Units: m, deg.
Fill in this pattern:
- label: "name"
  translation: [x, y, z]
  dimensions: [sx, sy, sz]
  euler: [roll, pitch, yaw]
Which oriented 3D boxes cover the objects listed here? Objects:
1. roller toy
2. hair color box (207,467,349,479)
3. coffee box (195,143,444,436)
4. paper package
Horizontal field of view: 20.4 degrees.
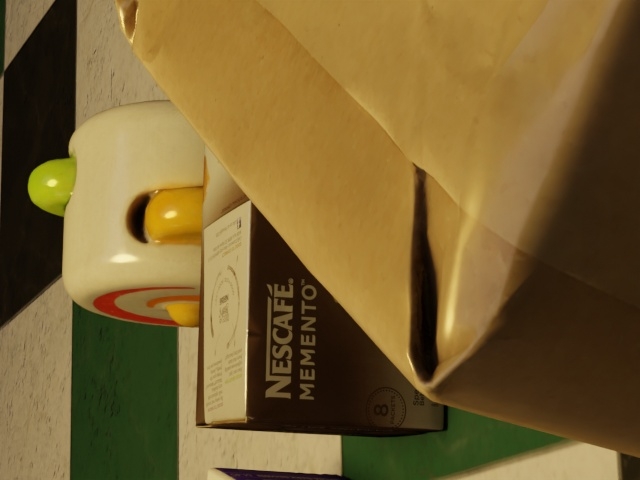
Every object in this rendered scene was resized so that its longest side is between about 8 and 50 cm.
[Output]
- label: "roller toy"
  translation: [-0.090, -0.009, 1.296]
  dimensions: [0.209, 0.191, 0.146]
  euler: [-11, 72, 42]
- label: "hair color box"
  translation: [0.020, 0.261, 1.086]
  dimensions: [0.339, 0.110, 0.185]
  euler: [-168, 85, -69]
- label: "coffee box"
  translation: [0.000, 0.000, 1.145]
  dimensions: [0.098, 0.141, 0.246]
  euler: [161, 113, -65]
- label: "paper package"
  translation: [0.138, -0.044, 0.566]
  dimensions: [0.168, 0.325, 0.309]
  euler: [-66, 26, 14]
